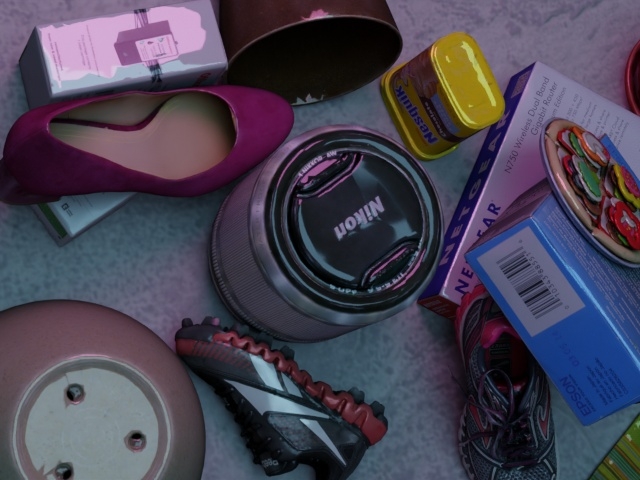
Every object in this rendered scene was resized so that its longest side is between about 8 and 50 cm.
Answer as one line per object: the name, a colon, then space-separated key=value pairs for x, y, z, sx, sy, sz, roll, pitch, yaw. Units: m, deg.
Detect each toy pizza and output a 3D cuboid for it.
toy pizza: x=0.325 y=-0.060 z=1.856 sx=0.201 sy=0.032 sz=0.201 roll=35 pitch=36 yaw=-31

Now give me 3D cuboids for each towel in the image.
towel: x=0.440 y=0.258 z=2.051 sx=0.102 sy=0.021 sz=0.237 roll=44 pitch=71 yaw=-7

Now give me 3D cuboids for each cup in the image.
cup: x=-0.264 y=0.213 z=1.725 sx=0.331 sy=0.237 sz=0.331 roll=3 pitch=80 yaw=-16

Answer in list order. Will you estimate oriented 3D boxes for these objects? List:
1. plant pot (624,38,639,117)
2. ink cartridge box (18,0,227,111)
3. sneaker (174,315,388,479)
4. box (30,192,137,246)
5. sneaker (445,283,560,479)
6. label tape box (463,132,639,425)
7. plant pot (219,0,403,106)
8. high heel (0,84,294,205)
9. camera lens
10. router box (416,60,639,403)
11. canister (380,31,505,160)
plant pot: x=0.493 y=-0.210 z=2.063 sx=0.191 sy=0.174 sz=0.191 roll=3 pitch=80 yaw=-18
ink cartridge box: x=-0.227 y=-0.203 z=1.849 sx=0.208 sy=0.153 sz=0.087 roll=-12 pitch=84 yaw=-20
sneaker: x=-0.059 y=0.194 z=1.864 sx=0.276 sy=0.097 sz=0.135 roll=32 pitch=71 yaw=-12
box: x=-0.279 y=-0.064 z=1.843 sx=0.102 sy=0.087 sz=0.101 roll=-36 pitch=93 yaw=-19
sneaker: x=0.217 y=0.204 z=1.904 sx=0.121 sy=0.112 sz=0.299 roll=-13 pitch=109 yaw=1
label tape box: x=0.322 y=0.038 z=1.895 sx=0.240 sy=0.106 sz=0.333 roll=55 pitch=30 yaw=-2
plant pot: x=-0.034 y=-0.310 z=1.915 sx=0.215 sy=0.215 sz=0.230 roll=-7 pitch=69 yaw=-18
high heel: x=-0.164 y=-0.115 z=1.751 sx=0.377 sy=0.181 sz=0.127 roll=-20 pitch=85 yaw=-30
camera lens: x=0.000 y=0.000 z=1.819 sx=0.219 sy=0.274 sz=0.219 roll=3 pitch=79 yaw=-17
router box: x=0.322 y=-0.006 z=2.025 sx=0.301 sy=0.082 sz=0.335 roll=27 pitch=74 yaw=-12
canister: x=0.147 y=-0.174 z=1.951 sx=0.073 sy=0.170 sz=0.126 roll=-25 pitch=89 yaw=-20
